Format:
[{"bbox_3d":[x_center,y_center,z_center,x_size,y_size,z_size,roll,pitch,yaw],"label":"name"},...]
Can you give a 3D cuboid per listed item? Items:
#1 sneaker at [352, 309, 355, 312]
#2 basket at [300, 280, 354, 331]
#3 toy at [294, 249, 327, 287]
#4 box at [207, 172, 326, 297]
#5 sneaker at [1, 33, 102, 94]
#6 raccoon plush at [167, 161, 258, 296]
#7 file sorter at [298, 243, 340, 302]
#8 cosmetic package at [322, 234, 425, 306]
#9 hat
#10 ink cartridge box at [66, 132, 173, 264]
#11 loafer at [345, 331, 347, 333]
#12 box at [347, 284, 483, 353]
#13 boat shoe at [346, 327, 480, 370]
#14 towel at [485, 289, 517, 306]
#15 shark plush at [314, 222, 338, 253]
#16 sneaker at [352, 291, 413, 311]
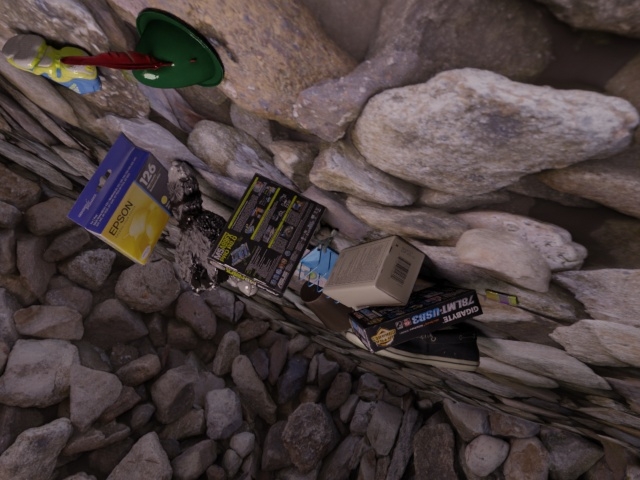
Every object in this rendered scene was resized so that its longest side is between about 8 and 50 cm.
[{"bbox_3d":[0.202,0.246,1.782,0.235,0.084,0.097,-12,126,48],"label":"sneaker"},{"bbox_3d":[0.030,0.254,1.901,0.205,0.154,0.227,-2,143,42],"label":"basket"},{"bbox_3d":[-0.025,0.080,1.618,0.237,0.056,0.136,22,132,-13],"label":"toy"},{"bbox_3d":[-0.138,-0.015,1.226,0.216,0.270,0.060,25,160,-1],"label":"box"},{"bbox_3d":[-0.630,-0.404,1.108,0.240,0.091,0.126,20,161,14],"label":"sneaker"},{"bbox_3d":[-0.284,-0.032,1.482,0.216,0.445,0.299,5,-168,38],"label":"raccoon plush"},{"bbox_3d":[0.026,0.113,1.532,0.170,0.104,0.118,34,128,-22],"label":"file sorter"},{"bbox_3d":[0.143,0.098,1.336,0.113,0.160,0.309,31,161,-17],"label":"cosmetic package"},{"bbox_3d":[-0.314,-0.293,0.856,0.209,0.183,0.173,31,161,-13],"label":"hat"},{"bbox_3d":[-0.589,-0.121,1.464,0.072,0.303,0.307,15,159,20],"label":"ink cartridge box"},{"bbox_3d":[0.236,0.337,1.910,0.366,0.133,0.130,-2,143,36],"label":"loafer"},{"bbox_3d":[0.236,0.198,1.249,0.295,0.294,0.073,151,101,-84],"label":"box"},{"bbox_3d":[0.319,0.328,1.559,0.501,0.155,0.187,13,173,-18],"label":"boat shoe"},{"bbox_3d":[0.493,0.156,1.272,0.083,0.009,0.060,12,156,33],"label":"towel"},{"bbox_3d":[0.000,0.000,1.396,0.073,0.067,0.161,25,161,1],"label":"shark plush"},{"bbox_3d":[0.239,0.223,1.603,0.292,0.118,0.110,11,154,34],"label":"sneaker"}]
